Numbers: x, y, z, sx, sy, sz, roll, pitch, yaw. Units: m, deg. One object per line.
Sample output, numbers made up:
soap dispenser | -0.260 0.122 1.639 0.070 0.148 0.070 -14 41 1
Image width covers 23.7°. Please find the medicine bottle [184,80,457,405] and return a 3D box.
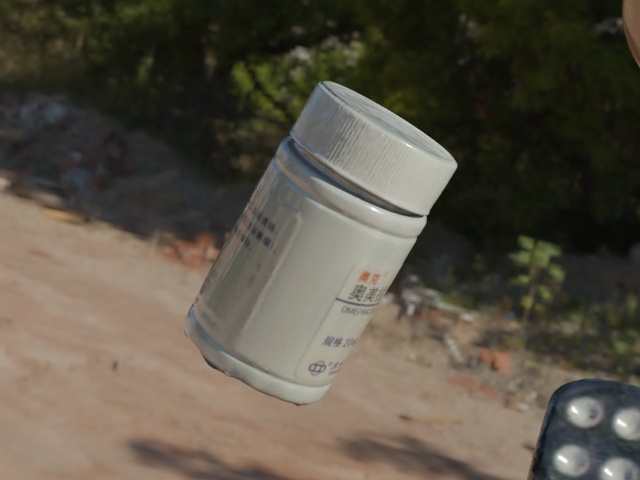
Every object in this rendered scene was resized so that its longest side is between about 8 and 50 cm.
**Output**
medicine bottle | 0.000 0.000 1.728 0.190 0.332 0.190 27 15 -8

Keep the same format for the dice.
dice | 0.322 0.275 1.688 0.182 0.181 0.183 12 -38 13

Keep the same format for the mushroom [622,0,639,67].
mushroom | 0.299 -0.187 1.062 0.204 0.204 0.204 14 6 -2
